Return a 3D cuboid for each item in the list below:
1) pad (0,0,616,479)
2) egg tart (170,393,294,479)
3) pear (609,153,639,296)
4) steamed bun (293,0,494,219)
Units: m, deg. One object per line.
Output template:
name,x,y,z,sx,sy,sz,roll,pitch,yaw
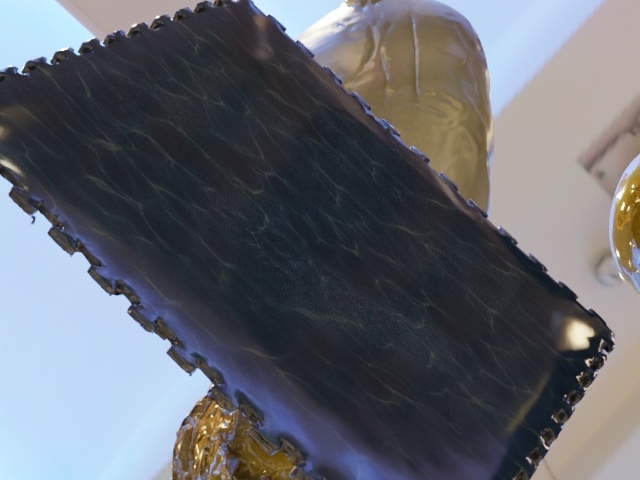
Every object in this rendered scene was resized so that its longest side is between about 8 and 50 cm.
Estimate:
pad,0.000,0.000,0.624,0.270,0.269,0.012,43,-60,5
egg tart,-0.001,0.126,0.892,0.191,0.191,0.074,-18,-38,-9
pear,0.378,-0.017,1.359,0.209,0.209,0.209,-4,-73,-14
steamed bun,0.018,-0.038,1.260,0.233,0.312,0.334,6,-60,-1
